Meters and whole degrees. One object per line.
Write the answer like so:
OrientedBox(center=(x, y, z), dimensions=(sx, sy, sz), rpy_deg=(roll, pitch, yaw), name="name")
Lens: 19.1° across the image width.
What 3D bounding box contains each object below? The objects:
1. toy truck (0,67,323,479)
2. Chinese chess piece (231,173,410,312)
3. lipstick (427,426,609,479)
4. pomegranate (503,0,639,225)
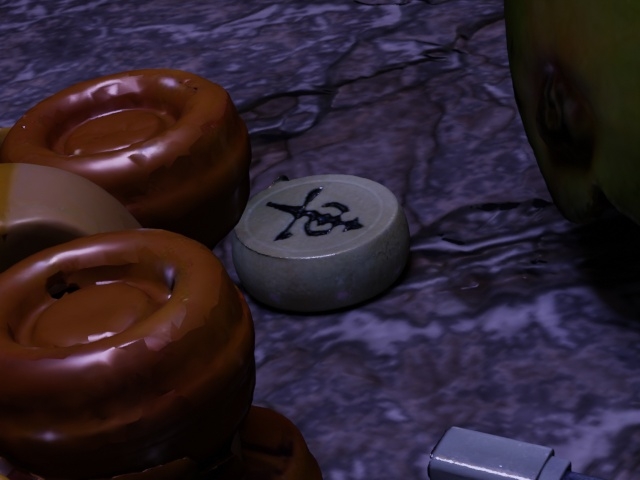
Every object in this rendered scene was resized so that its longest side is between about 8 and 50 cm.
OrientedBox(center=(-0.106, 0.073, 0.617), dimensions=(0.212, 0.204, 0.288), rpy_deg=(-11, 29, 4), name="toy truck")
OrientedBox(center=(0.000, 0.000, 0.888), dimensions=(0.084, 0.034, 0.084), rpy_deg=(-7, 30, 4), name="Chinese chess piece")
OrientedBox(center=(0.094, 0.095, 0.702), dimensions=(0.107, 0.025, 0.025), rpy_deg=(12, 35, 22), name="lipstick")
OrientedBox(center=(0.238, -0.140, 0.808), dimensions=(0.358, 0.216, 0.310), rpy_deg=(-28, 12, -13), name="pomegranate")
